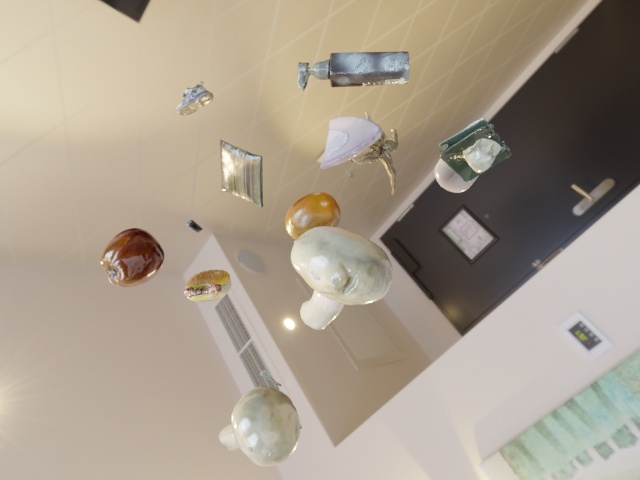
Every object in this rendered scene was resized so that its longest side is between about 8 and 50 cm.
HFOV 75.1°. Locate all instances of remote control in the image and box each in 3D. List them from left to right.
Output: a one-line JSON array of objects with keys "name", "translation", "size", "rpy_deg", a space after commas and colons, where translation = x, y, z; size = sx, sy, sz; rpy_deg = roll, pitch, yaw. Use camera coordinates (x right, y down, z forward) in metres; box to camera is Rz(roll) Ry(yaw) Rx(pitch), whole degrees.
[{"name": "remote control", "translation": [0.744, -0.387, 2.260], "size": [0.221, 0.332, 0.103], "rpy_deg": [40, -120, 12]}]

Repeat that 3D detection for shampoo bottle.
[{"name": "shampoo bottle", "translation": [0.059, -0.317, 0.781], "size": [0.057, 0.207, 0.064], "rpy_deg": [70, -160, -73]}]

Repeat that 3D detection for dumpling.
[{"name": "dumpling", "translation": [0.658, -0.346, 1.678], "size": [0.169, 0.134, 0.100], "rpy_deg": [44, -155, -25]}]

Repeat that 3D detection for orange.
[{"name": "orange", "translation": [-0.026, -0.088, 1.714], "size": [0.240, 0.240, 0.171], "rpy_deg": [9, -137, -55]}]

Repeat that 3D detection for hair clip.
[{"name": "hair clip", "translation": [-0.220, 0.614, 1.842], "size": [0.115, 0.030, 0.039], "rpy_deg": [48, 165, -15]}]

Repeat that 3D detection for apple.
[{"name": "apple", "translation": [-0.726, 0.064, 1.615], "size": [0.234, 0.234, 0.234], "rpy_deg": [35, -159, -16]}]

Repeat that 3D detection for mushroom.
[{"name": "mushroom", "translation": [-0.257, 0.755, 1.658], "size": [0.314, 0.336, 0.315], "rpy_deg": [42, -154, -26]}, {"name": "mushroom", "translation": [0.059, 0.086, 1.284], "size": [0.315, 0.315, 0.356], "rpy_deg": [43, 157, 6]}]

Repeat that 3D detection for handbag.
[{"name": "handbag", "translation": [0.715, -0.414, 1.931], "size": [0.247, 0.260, 0.079], "rpy_deg": [32, -133, -32]}]

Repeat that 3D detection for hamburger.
[{"name": "hamburger", "translation": [-0.507, 0.201, 1.882], "size": [0.173, 0.210, 0.116], "rpy_deg": [-74, -33, -49]}]

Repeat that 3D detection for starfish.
[{"name": "starfish", "translation": [0.227, -0.367, 1.718], "size": [0.084, 0.302, 0.293], "rpy_deg": [3, 173, 38]}]

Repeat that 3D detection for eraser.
[{"name": "eraser", "translation": [0.116, -0.360, 1.494], "size": [0.059, 0.243, 0.205], "rpy_deg": [31, -115, -47]}]

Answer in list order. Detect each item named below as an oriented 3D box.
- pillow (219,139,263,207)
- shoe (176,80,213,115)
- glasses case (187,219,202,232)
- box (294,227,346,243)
[{"name": "pillow", "translation": [-0.293, -0.247, 1.548], "size": [0.212, 0.208, 0.052], "rpy_deg": [26, -141, 26]}, {"name": "shoe", "translation": [-0.576, -0.639, 1.867], "size": [0.092, 0.180, 0.089], "rpy_deg": [61, -177, 6]}, {"name": "glasses case", "translation": [-0.580, -0.062, 1.926], "size": [0.023, 0.033, 0.083], "rpy_deg": [56, -177, 40]}, {"name": "box", "translation": [0.001, 0.000, 1.955], "size": [0.149, 0.233, 0.067], "rpy_deg": [-15, -91, -37]}]
